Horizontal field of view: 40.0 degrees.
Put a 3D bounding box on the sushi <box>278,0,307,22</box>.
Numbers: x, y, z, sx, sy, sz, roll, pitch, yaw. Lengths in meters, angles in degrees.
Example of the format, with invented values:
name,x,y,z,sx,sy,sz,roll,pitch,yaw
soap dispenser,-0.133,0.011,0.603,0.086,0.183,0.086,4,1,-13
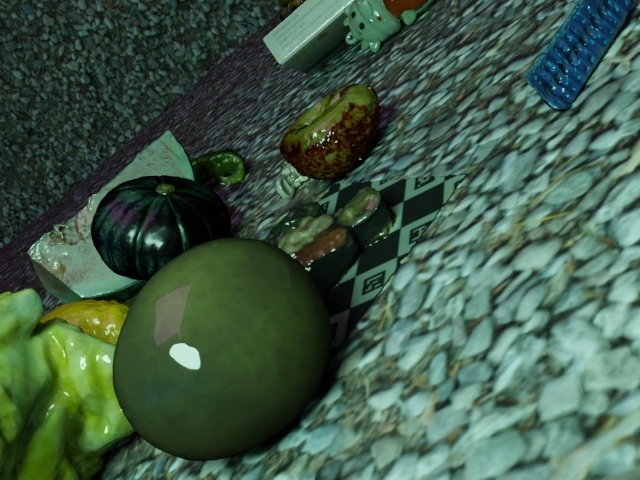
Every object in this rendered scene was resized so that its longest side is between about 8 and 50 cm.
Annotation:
name,x,y,z,sx,sy,sz,roll,pitch,yaw
sushi,0.002,-0.522,1.841,0.200,0.204,0.213,-16,37,46

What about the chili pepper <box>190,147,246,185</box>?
name,x,y,z,sx,sy,sz,roll,pitch,yaw
chili pepper,-0.235,-0.115,1.646,0.085,0.076,0.359,-24,6,-33

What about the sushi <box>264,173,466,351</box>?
name,x,y,z,sx,sy,sz,roll,pitch,yaw
sushi,0.000,0.000,0.881,0.219,0.047,0.231,0,46,54

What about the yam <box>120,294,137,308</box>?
name,x,y,z,sx,sy,sz,roll,pitch,yaw
yam,-0.284,0.139,1.165,0.371,0.083,0.083,-32,21,27

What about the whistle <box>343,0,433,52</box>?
name,x,y,z,sx,sy,sz,roll,pitch,yaw
whistle,0.136,-0.422,1.500,0.253,0.102,0.106,-38,15,23

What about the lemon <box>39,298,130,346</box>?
name,x,y,z,sx,sy,sz,roll,pitch,yaw
lemon,-0.278,0.140,1.038,0.187,0.142,0.142,-33,20,25

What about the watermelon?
name,x,y,z,sx,sy,sz,roll,pitch,yaw
watermelon,-0.298,-0.023,1.386,0.224,0.180,0.305,8,50,49

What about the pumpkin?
name,x,y,z,sx,sy,sz,roll,pitch,yaw
pumpkin,-0.224,-0.020,1.239,0.150,0.194,0.194,-55,6,42

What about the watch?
name,x,y,z,sx,sy,sz,roll,pitch,yaw
watch,0.333,-0.262,0.816,0.276,0.068,0.275,-28,28,37

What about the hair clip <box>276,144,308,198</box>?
name,x,y,z,sx,sy,sz,roll,pitch,yaw
hair clip,-0.029,-0.124,1.285,0.072,0.034,0.226,-35,18,13

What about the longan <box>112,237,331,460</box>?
name,x,y,z,sx,sy,sz,roll,pitch,yaw
longan,-0.080,0.089,0.714,0.189,0.189,0.189,-38,19,15

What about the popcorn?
name,x,y,z,sx,sy,sz,roll,pitch,yaw
popcorn,-0.344,0.170,0.860,0.237,0.293,0.293,30,70,34

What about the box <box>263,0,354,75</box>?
name,x,y,z,sx,sy,sz,roll,pitch,yaw
box,0.067,-0.449,1.646,0.343,0.065,0.200,-38,-6,15

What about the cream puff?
name,x,y,z,sx,sy,sz,roll,pitch,yaw
cream puff,0.021,-0.135,1.128,0.149,0.084,0.149,-33,22,15
